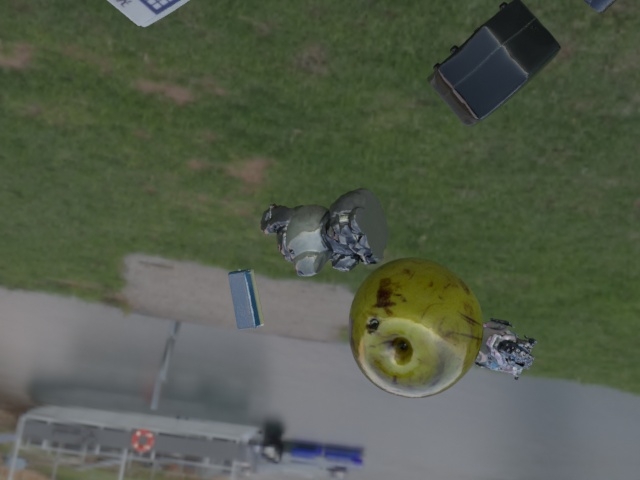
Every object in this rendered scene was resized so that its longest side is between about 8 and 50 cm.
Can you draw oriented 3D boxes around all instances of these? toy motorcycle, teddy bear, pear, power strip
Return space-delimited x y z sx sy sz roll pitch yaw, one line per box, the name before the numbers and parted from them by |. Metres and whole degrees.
toy motorcycle | 0.346 0.217 1.989 0.204 0.108 0.239 26 159 14
teddy bear | 0.018 0.002 1.762 0.251 0.144 0.171 -15 148 38
pear | 0.175 0.171 1.806 0.284 0.283 0.283 7 161 2
power strip | -0.150 0.117 1.920 0.056 0.123 0.032 -11 180 43

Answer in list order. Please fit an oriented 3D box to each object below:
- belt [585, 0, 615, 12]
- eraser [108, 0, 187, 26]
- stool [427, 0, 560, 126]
belt | 0.480 -0.464 1.700 0.140 0.105 0.058 25 130 -32
eraser | -0.342 -0.482 1.588 0.124 0.081 0.279 -26 146 21
stool | 0.316 -0.326 1.751 0.141 0.232 0.232 49 154 -2
